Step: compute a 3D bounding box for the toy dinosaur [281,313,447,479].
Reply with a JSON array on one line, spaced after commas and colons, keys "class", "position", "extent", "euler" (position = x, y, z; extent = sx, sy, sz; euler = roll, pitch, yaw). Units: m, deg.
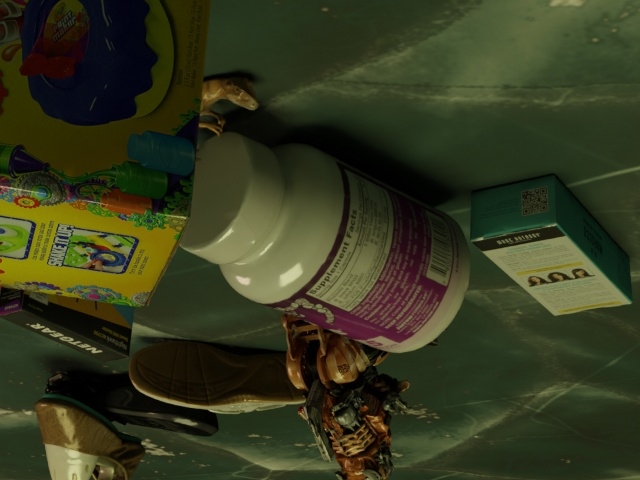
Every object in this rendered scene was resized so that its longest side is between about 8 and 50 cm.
[{"class": "toy dinosaur", "position": [0.033, 0.136, 1.549], "extent": [0.164, 0.218, 0.322], "euler": [10, 119, 25]}]

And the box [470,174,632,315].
[{"class": "box", "position": [0.263, 0.011, 1.474], "extent": [0.100, 0.060, 0.244], "euler": [-12, 152, 28]}]

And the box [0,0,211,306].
[{"class": "box", "position": [-0.232, -0.132, 0.940], "extent": [0.279, 0.290, 0.177], "euler": [9, 155, -14]}]

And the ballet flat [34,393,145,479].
[{"class": "ballet flat", "position": [-0.373, 0.340, 2.086], "extent": [0.116, 0.124, 0.342], "euler": [12, 163, 13]}]

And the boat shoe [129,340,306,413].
[{"class": "boat shoe", "position": [-0.145, 0.212, 1.916], "extent": [0.277, 0.098, 0.096], "euler": [7, 154, -13]}]

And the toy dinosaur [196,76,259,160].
[{"class": "toy dinosaur", "position": [-0.162, -0.123, 1.250], "extent": [0.211, 0.064, 0.112], "euler": [-9, 136, 3]}]

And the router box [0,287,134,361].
[{"class": "router box", "position": [-0.292, 0.053, 1.541], "extent": [0.046, 0.133, 0.179], "euler": [-13, 152, 33]}]

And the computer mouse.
[{"class": "computer mouse", "position": [-0.278, 0.248, 2.058], "extent": [0.272, 0.072, 0.188], "euler": [6, 161, 25]}]

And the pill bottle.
[{"class": "pill bottle", "position": [0.000, 0.000, 1.348], "extent": [0.301, 0.169, 0.169], "euler": [24, 148, -38]}]
